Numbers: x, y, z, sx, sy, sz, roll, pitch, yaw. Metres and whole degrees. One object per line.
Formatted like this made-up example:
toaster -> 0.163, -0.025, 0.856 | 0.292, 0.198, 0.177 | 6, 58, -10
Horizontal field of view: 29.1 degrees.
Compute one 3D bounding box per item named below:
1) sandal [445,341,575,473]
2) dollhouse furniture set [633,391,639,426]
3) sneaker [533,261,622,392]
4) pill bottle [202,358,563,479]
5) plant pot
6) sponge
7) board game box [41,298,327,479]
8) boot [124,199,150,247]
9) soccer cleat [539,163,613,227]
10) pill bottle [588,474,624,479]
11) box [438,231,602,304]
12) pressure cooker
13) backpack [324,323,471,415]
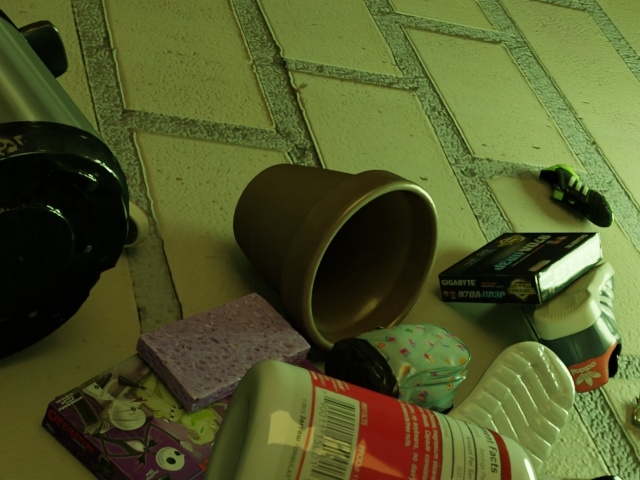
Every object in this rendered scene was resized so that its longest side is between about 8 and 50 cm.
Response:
sandal -> 0.185, 0.291, 1.578 | 0.416, 0.102, 0.169 | -35, 84, -33
dollhouse furniture set -> 0.549, 0.281, 1.873 | 0.152, 0.058, 0.076 | 11, 41, 14
sneaker -> 0.406, 0.137, 1.911 | 0.148, 0.131, 0.350 | 67, 22, -6
pill bottle -> 0.087, 0.294, 1.341 | 0.408, 0.229, 0.229 | 20, 35, -11
plant pot -> 0.000, 0.000, 1.754 | 0.263, 0.263, 0.229 | -15, 32, -42
sponge -> -0.122, 0.138, 1.575 | 0.210, 0.031, 0.117 | -20, 55, -45
board game box -> -0.148, 0.207, 1.536 | 0.208, 0.056, 0.347 | 42, 38, 16
boot -> -0.325, -0.091, 1.783 | 0.244, 0.088, 0.176 | 28, 34, 10
soccer cleat -> 0.470, -0.078, 2.266 | 0.072, 0.060, 0.179 | -10, 41, -26
pill bottle -> 0.387, 0.407, 1.530 | 0.123, 0.123, 0.219 | 4, 40, -27
box -> 0.316, 0.041, 1.937 | 0.175, 0.051, 0.220 | 0, 18, 39
pressure cooker -> -0.475, -0.097, 1.467 | 0.370, 0.375, 0.420 | 5, 37, -50
backpack -> 0.116, 0.182, 1.665 | 0.182, 0.115, 0.152 | -2, 41, -37
